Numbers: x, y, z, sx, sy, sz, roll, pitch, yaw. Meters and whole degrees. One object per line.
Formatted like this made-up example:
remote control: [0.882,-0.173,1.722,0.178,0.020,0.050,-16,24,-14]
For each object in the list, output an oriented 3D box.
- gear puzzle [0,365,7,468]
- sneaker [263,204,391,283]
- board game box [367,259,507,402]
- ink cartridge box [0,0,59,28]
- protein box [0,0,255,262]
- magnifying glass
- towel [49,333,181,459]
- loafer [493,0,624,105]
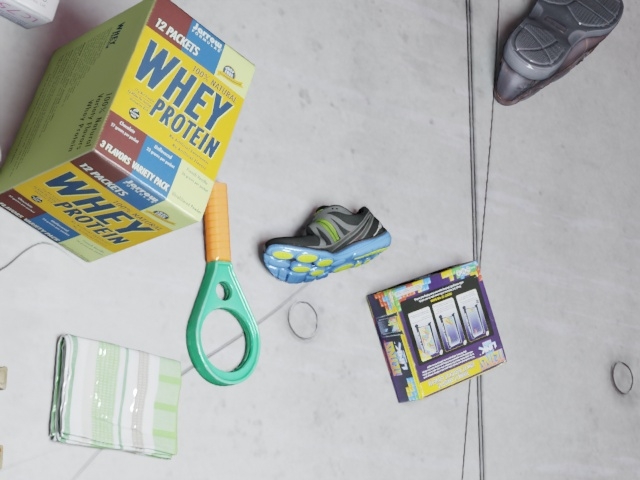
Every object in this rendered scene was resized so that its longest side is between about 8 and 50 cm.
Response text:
gear puzzle: [-0.368,0.148,1.443,0.175,0.044,0.338,14,69,-39]
sneaker: [0.000,0.000,1.813,0.188,0.067,0.078,-14,66,-41]
board game box: [0.148,0.112,1.913,0.170,0.048,0.141,-16,91,-44]
ink cartridge box: [-0.325,-0.401,1.600,0.186,0.065,0.311,26,73,-35]
protein box: [-0.201,-0.111,1.559,0.136,0.201,0.199,35,57,-29]
magnifying glass: [-0.112,0.048,1.715,0.092,0.026,0.230,6,73,-41]
towel: [-0.209,0.164,1.596,0.152,0.023,0.113,17,68,-38]
loafer: [0.331,-0.285,2.180,0.109,0.095,0.302,39,43,11]
